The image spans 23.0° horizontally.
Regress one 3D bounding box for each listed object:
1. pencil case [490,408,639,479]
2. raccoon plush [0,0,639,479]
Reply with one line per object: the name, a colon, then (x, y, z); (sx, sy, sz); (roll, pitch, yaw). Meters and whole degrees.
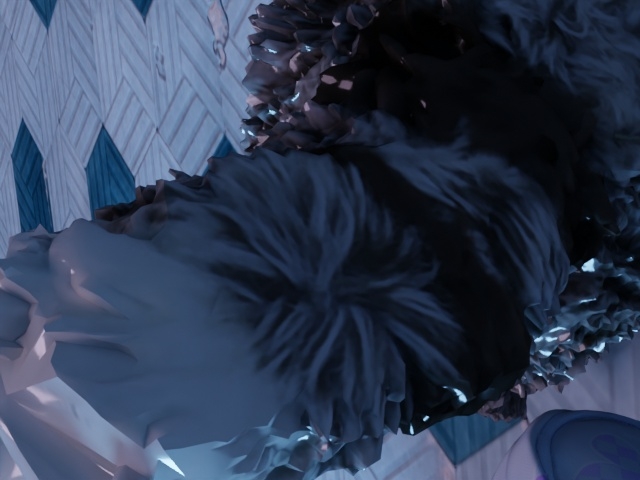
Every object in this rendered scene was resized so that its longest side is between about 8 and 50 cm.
pencil case: (0.090, 0.205, 0.721); (0.273, 0.124, 0.113); (-62, 33, 25)
raccoon plush: (0.000, 0.000, 0.591); (0.216, 0.446, 0.299); (58, 138, 16)
